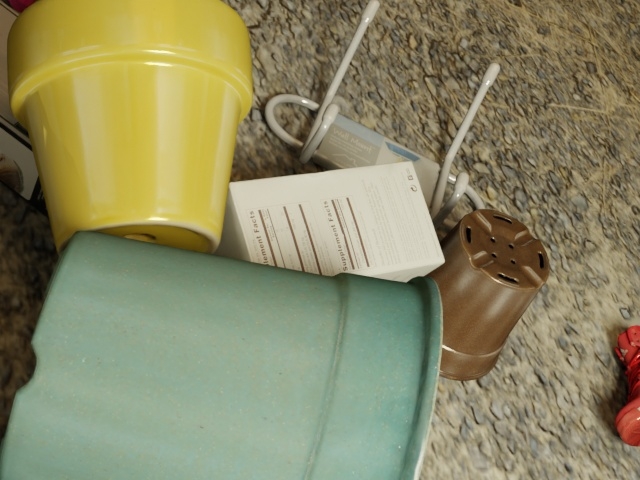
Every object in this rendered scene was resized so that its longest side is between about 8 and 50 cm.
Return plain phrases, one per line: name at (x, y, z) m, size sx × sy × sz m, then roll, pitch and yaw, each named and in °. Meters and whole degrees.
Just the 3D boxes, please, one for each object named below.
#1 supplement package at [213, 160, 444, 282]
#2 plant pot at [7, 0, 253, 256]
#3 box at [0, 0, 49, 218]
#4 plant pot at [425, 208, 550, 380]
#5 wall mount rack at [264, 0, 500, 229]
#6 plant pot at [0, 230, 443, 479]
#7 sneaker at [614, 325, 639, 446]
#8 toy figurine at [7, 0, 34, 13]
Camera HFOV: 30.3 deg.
supplement package at (-0.006, 0.004, 1.376) m, size 0.244 × 0.139 × 0.133 m, roll -9°, pitch 74°, yaw -29°
plant pot at (-0.191, -0.102, 1.216) m, size 0.254 × 0.254 × 0.238 m, roll 5°, pitch 68°, yaw -28°
box at (-0.364, -0.169, 1.398) m, size 0.290 × 0.087 × 0.169 m, roll 38°, pitch 42°, yaw 6°
plant pot at (0.189, 0.060, 1.456) m, size 0.167 × 0.165 × 0.167 m, roll 17°, pitch 44°, yaw -18°
wall mount rack at (0.112, -0.173, 1.657) m, size 0.350 × 0.130 × 0.304 m, roll 27°, pitch 42°, yaw -7°
plant pot at (-0.100, 0.153, 1.097) m, size 0.334 × 0.341 × 0.341 m, roll 16°, pitch 43°, yaw -6°
sneaker at (0.414, 0.187, 1.549) m, size 0.128 × 0.087 × 0.221 m, roll 45°, pitch 30°, yaw 26°
toy figurine at (-0.347, -0.346, 1.575) m, size 0.159 × 0.130 × 0.173 m, roll 9°, pitch 24°, yaw -11°
